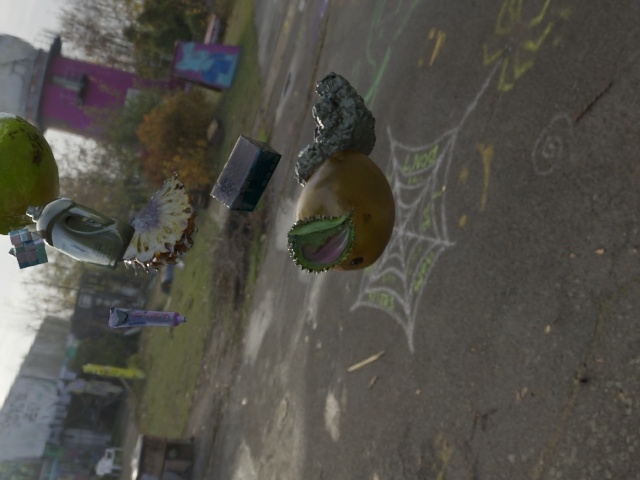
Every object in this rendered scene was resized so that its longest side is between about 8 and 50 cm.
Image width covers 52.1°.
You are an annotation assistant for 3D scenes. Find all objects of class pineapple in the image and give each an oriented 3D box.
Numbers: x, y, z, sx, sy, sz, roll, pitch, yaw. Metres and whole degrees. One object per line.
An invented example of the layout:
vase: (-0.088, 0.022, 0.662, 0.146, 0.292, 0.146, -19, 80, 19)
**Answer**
pineapple: (-0.490, -0.010, 2.178, 0.344, 0.209, 0.286, -55, -8, -12)

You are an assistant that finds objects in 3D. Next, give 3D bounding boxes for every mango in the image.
mango: (0.081, -0.099, 1.922, 0.232, 0.300, 0.445, -44, 20, 38)

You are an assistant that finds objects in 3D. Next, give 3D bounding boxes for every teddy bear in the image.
teddy bear: (0.027, -0.320, 2.188, 0.224, 0.367, 0.357, 29, 152, 38)

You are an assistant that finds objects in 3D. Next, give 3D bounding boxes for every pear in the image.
pear: (-1.010, -0.197, 2.054, 0.391, 0.391, 0.391, -167, 90, -73)

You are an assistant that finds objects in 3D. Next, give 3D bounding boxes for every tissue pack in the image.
tissue pack: (-0.181, -0.161, 1.596, 0.169, 0.082, 0.120, -62, -21, 12)

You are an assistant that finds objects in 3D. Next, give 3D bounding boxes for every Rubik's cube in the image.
Rubik's cube: (-0.622, 0.008, 1.396, 0.073, 0.075, 0.084, 50, 129, 41)

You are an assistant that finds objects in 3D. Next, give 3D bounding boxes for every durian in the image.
durian: (-0.006, 0.002, 1.574, 0.095, 0.221, 0.137, 21, 121, 48)

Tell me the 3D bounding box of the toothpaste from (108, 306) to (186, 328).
toothpaste: (-0.339, 0.152, 1.279, 0.028, 0.170, 0.045, 38, -126, -68)

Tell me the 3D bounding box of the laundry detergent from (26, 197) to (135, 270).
laundry detergent: (-0.605, -0.027, 1.639, 0.181, 0.253, 0.091, -49, 21, 46)
